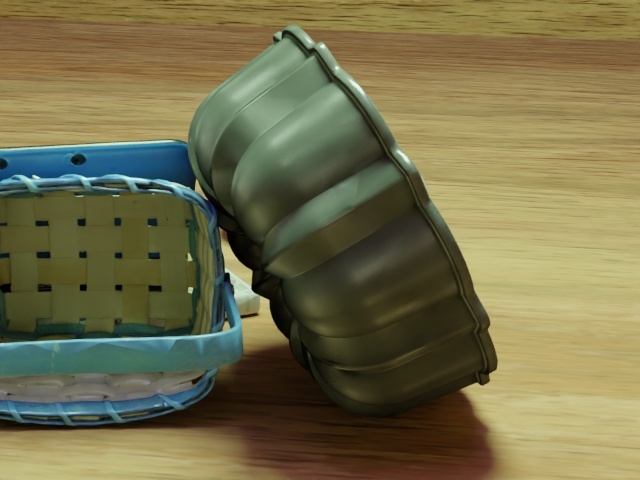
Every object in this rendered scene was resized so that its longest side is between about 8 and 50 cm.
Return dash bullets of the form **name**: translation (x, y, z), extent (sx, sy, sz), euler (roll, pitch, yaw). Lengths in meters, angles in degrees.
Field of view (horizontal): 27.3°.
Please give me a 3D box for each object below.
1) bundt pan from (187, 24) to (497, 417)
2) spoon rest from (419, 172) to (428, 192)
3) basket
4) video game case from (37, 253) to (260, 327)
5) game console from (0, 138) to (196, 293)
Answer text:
- **bundt pan**: translation (0.000, 0.000, 1.055), extent (0.124, 0.331, 0.331), euler (-29, 25, -8)
- **spoon rest**: translation (0.007, -0.057, 1.545), extent (0.276, 0.084, 0.137), euler (-11, 22, -35)
- **basket**: translation (-0.182, 0.049, 1.016), extent (0.254, 0.201, 0.289), euler (0, 9, -1)
- **video game case**: translation (-0.201, 0.042, 1.325), extent (0.206, 0.026, 0.227), euler (-9, 21, -26)
- **game console**: translation (-0.277, -0.040, 1.250), extent (0.293, 0.173, 0.250), euler (-3, 21, -14)
